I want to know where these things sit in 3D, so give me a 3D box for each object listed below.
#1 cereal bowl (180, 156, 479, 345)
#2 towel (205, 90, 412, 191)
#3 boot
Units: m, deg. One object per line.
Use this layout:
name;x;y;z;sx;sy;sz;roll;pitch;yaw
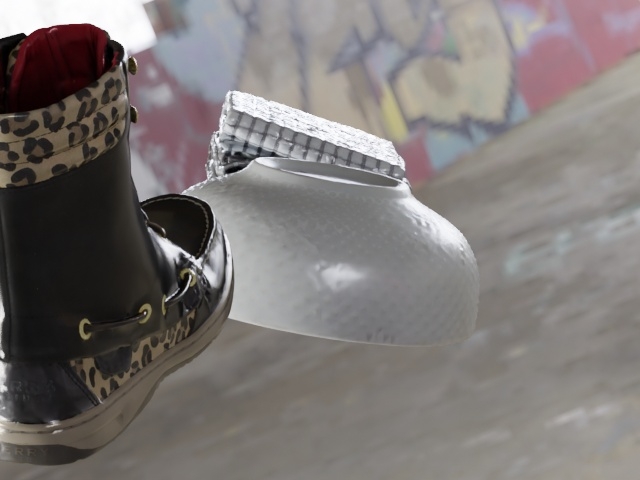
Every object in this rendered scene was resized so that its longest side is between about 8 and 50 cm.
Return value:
cereal bowl;0.000;0.000;1.949;0.339;0.141;0.339;9;9;-1
towel;-0.019;-0.081;2.339;0.235;0.121;0.284;18;9;-7
boot;-0.173;-0.031;1.522;0.138;0.284;0.377;5;27;19
